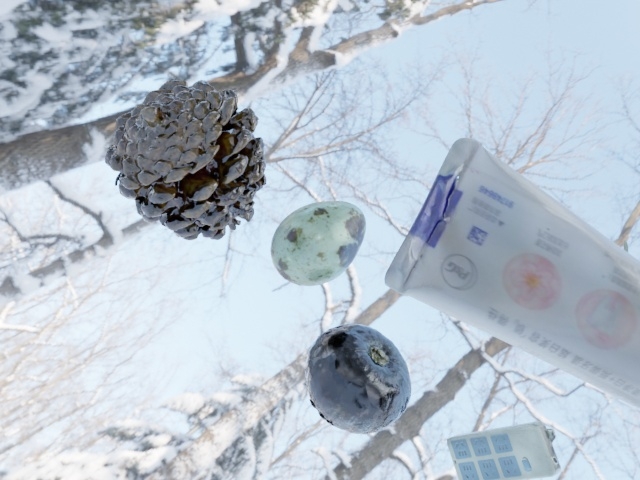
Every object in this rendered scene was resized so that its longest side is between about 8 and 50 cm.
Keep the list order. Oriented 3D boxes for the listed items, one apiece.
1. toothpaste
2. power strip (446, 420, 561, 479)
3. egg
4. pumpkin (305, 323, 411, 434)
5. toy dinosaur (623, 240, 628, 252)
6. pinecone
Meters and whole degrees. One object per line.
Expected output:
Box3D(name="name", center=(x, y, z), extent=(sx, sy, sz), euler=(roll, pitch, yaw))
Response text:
Box3D(name="toothpaste", center=(0.193, 0.062, 0.327), extent=(0.323, 0.100, 0.066), euler=(31, -13, -6))
Box3D(name="power strip", center=(0.290, 0.344, 0.917), extent=(0.192, 0.035, 0.081), euler=(-30, -111, 42))
Box3D(name="egg", center=(0.000, 0.000, 1.221), extent=(0.169, 0.231, 0.169), euler=(43, -24, 25))
Box3D(name="pumpkin", center=(0.076, 0.278, 1.169), extent=(0.233, 0.233, 0.163), euler=(46, -56, 15))
Box3D(name="toy dinosaur", center=(0.540, 0.104, 1.108), extent=(0.142, 0.057, 0.211), euler=(-2, -86, 44))
Box3D(name="pinecone", center=(-0.203, -0.114, 0.880), extent=(0.243, 0.243, 0.257), euler=(38, -36, 21))
